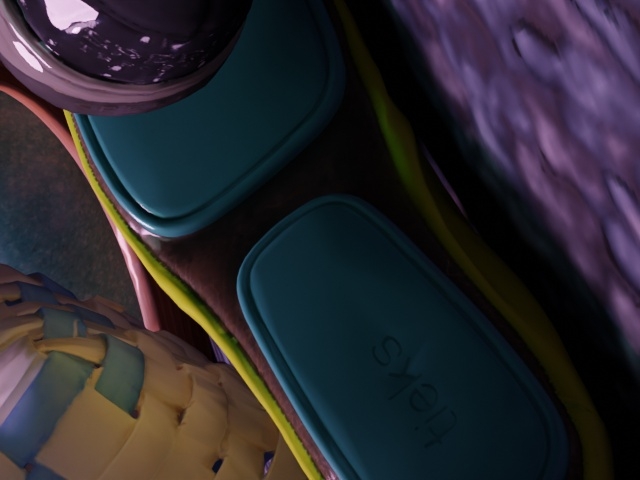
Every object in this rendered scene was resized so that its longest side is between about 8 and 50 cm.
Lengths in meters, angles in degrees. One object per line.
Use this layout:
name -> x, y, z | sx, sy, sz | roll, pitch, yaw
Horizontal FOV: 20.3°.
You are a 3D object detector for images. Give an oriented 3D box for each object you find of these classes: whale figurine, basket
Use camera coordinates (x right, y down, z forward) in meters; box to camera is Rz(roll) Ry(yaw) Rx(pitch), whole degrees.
whale figurine -> -0.138, 0.012, 0.961 | 0.272, 0.141, 0.216 | 53, -143, -21
basket -> -0.030, 0.146, 0.572 | 0.289, 0.201, 0.255 | 34, 176, -15

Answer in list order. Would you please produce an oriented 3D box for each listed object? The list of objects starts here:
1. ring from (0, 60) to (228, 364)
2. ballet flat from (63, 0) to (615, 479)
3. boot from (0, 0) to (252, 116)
ring -> -0.112, 0.033, 0.780 | 0.336, 0.032, 0.336 | -15, -90, -72
ballet flat -> 0.000, 0.000, 0.431 | 0.231, 0.077, 0.077 | 58, -174, 34
boot -> -0.044, -0.151, 0.333 | 0.178, 0.085, 0.236 | 163, 92, -71
